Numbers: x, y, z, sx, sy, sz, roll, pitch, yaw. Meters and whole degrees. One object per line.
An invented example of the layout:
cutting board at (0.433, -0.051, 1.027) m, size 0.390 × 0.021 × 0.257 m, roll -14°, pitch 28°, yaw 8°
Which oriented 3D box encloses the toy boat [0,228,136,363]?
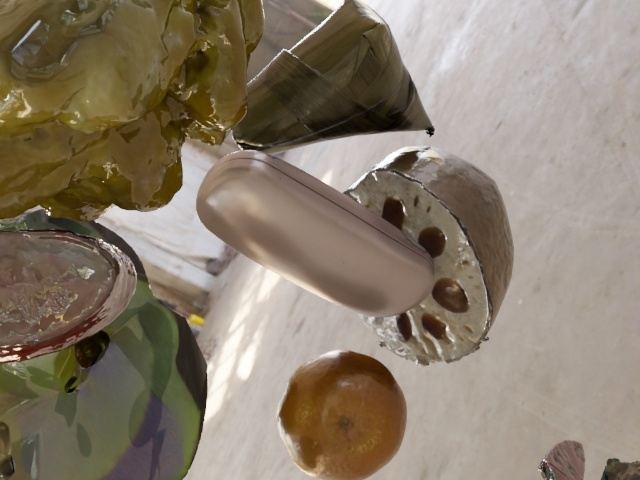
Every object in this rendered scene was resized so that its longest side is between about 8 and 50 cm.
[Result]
toy boat at (-0.264, 0.054, 0.628) m, size 0.282 × 0.206 × 0.096 m, roll 160°, pitch 95°, yaw -73°

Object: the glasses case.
glasses case at (0.000, 0.000, 0.824) m, size 0.113 × 0.296 × 0.075 m, roll -41°, pitch 30°, yaw 36°

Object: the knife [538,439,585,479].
knife at (0.162, 0.169, 0.506) m, size 0.018 × 0.035 × 0.247 m, roll -47°, pitch -18°, yaw 17°

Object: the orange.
orange at (0.025, 0.211, 0.892) m, size 0.159 × 0.158 × 0.136 m, roll -64°, pitch 1°, yaw -7°

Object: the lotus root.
lotus root at (0.142, 0.007, 0.965) m, size 0.192 × 0.272 × 0.272 m, roll -38°, pitch -10°, yaw -47°

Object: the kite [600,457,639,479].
kite at (0.457, 0.414, 1.049) m, size 0.406 × 0.368 × 0.014 m, roll -39°, pitch 34°, yaw -11°

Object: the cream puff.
cream puff at (-0.202, -0.136, 0.596) m, size 0.325 × 0.291 × 0.257 m, roll -65°, pitch -32°, yaw -25°

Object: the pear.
pear at (-0.345, 0.170, 0.918) m, size 0.165 × 0.399 × 0.399 m, roll -24°, pitch 32°, yaw 32°

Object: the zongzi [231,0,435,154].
zongzi at (0.017, -0.150, 0.912) m, size 0.221 × 0.242 × 0.112 m, roll -33°, pitch 54°, yaw 7°
